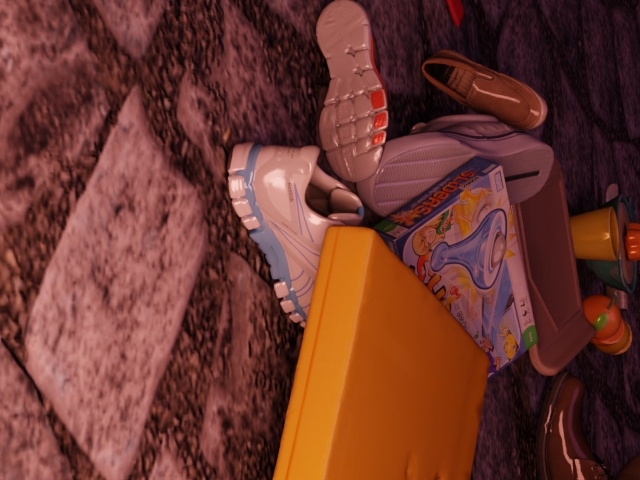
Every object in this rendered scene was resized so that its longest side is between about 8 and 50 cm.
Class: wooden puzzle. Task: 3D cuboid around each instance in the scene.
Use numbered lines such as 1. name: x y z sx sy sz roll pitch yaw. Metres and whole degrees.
1. wooden puzzle: 0.257 0.022 1.766 0.221 0.044 0.238 -25 102 -65

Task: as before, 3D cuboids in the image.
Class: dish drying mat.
1. dish drying mat: 0.137 -0.271 1.608 0.032 0.008 0.083 -69 145 -46

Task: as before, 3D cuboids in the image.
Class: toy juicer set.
1. toy juicer set: 0.404 0.041 2.006 0.329 0.089 0.209 -26 109 -69

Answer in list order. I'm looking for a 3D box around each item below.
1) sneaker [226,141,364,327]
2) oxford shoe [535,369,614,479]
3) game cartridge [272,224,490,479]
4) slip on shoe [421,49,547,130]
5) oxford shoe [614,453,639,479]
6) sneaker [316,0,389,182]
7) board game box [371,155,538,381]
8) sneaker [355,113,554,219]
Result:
1. sneaker: 0.000 0.000 1.139 0.190 0.083 0.071 61 30 -42
2. oxford shoe: 0.291 0.257 1.677 0.083 0.096 0.227 -8 97 -63
3. game cartridge: 0.047 0.175 1.165 0.324 0.053 0.285 45 53 -58
4. slip on shoe: 0.161 -0.149 1.495 0.041 0.135 0.051 -16 137 -56
5. oxford shoe: 0.383 0.351 1.859 0.130 0.123 0.348 67 27 -20
6. sneaker: 0.035 -0.125 1.282 0.065 0.061 0.158 24 63 -70
7. board game box: 0.125 0.043 1.364 0.136 0.035 0.201 -35 126 -26
8. sneaker: 0.109 -0.069 1.404 0.258 0.091 0.094 -5 118 -48
